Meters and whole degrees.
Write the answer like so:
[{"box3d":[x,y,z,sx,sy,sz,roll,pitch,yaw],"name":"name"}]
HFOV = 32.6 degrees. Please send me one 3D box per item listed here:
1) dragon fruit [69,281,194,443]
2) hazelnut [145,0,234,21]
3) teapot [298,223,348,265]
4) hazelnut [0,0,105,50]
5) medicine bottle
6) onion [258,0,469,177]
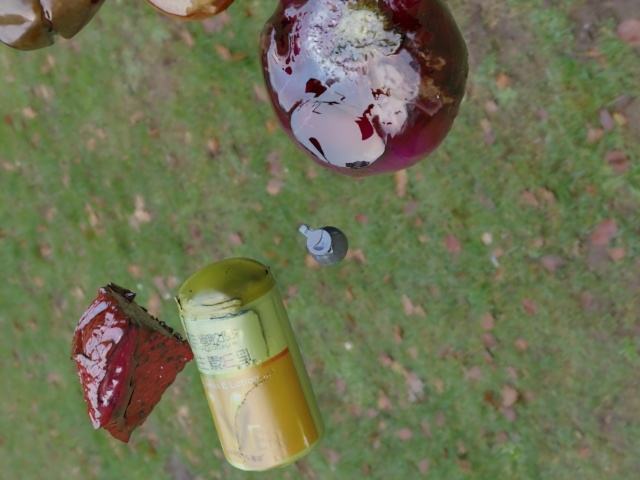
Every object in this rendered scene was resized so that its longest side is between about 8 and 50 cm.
[{"box3d":[-0.357,0.190,2.077,0.330,0.240,0.302,104,146,-68],"name":"dragon fruit"},{"box3d":[-0.178,-0.381,1.504,0.182,0.182,0.182,35,139,37],"name":"hazelnut"},{"box3d":[0.000,0.000,1.808,0.088,0.066,0.057,39,-174,21],"name":"teapot"},{"box3d":[-0.414,-0.382,1.643,0.181,0.212,0.181,101,149,-84],"name":"hazelnut"},{"box3d":[-0.082,0.135,1.239,0.124,0.124,0.238,6,119,54],"name":"medicine bottle"},{"box3d":[0.096,-0.315,2.036,0.399,0.420,0.398,2,96,16],"name":"onion"}]
